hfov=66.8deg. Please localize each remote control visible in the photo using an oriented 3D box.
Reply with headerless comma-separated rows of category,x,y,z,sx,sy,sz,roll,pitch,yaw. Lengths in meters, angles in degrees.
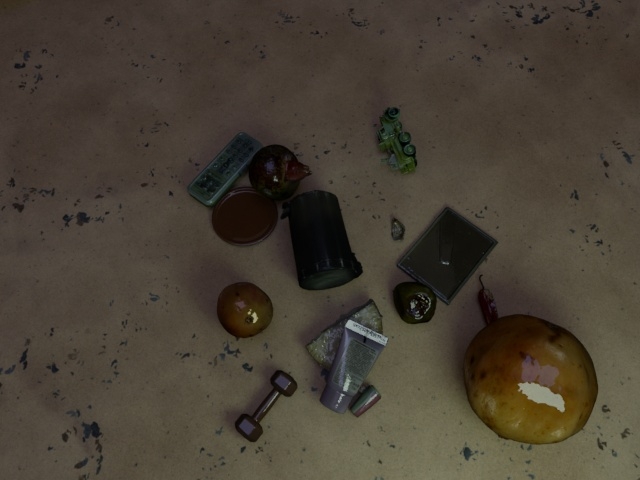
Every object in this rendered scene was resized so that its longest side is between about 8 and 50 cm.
remote control,-0.366,-0.276,1.894,0.128,0.065,0.335,35,72,13

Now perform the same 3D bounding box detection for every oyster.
oyster,0.289,-0.040,1.798,0.051,0.034,0.093,0,78,18

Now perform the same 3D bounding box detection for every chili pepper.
chili pepper,0.580,0.243,1.665,0.050,0.059,0.268,-25,66,33

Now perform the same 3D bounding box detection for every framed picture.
framed picture,0.460,0.048,1.762,0.232,0.024,0.315,39,74,16

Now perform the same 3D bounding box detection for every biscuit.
biscuit,0.106,0.327,1.616,0.281,0.084,0.179,-37,74,-12

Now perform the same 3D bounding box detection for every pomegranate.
pomegranate,-0.140,-0.249,1.782,0.248,0.214,0.214,4,64,35
pomegranate,-0.252,0.227,1.615,0.191,0.191,0.191,0,67,1
pomegranate,0.602,0.429,1.437,0.410,0.410,0.410,0,67,1

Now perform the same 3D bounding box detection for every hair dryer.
hair dryer,0.112,0.482,1.579,0.106,0.054,0.154,-38,61,-8

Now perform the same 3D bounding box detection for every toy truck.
toy truck,0.284,-0.388,1.900,0.135,0.128,0.259,-17,67,9

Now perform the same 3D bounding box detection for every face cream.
face cream,0.093,0.399,1.527,0.154,0.096,0.274,27,86,-9

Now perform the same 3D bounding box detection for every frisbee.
frisbee,-0.286,-0.092,1.839,0.251,0.021,0.251,-1,66,1

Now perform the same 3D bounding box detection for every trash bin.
trash bin,0.000,0.000,1.698,0.252,0.203,0.301,-3,65,-20

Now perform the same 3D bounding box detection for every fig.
fig,0.317,0.207,1.647,0.144,0.154,0.165,-42,41,0

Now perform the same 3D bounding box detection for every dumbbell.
dumbbell,-0.170,0.521,1.541,0.082,0.092,0.231,44,73,-12
